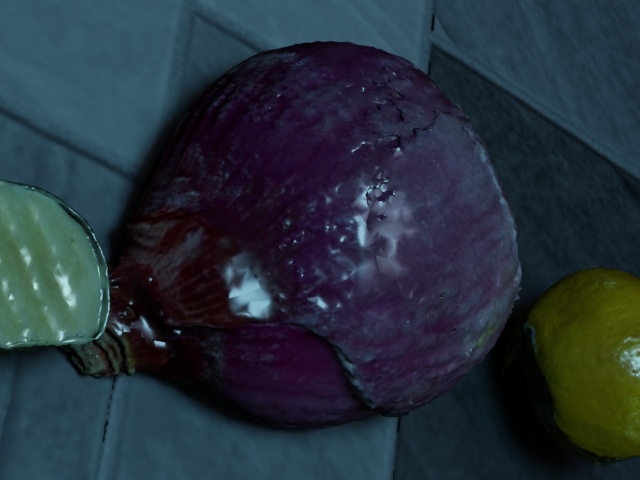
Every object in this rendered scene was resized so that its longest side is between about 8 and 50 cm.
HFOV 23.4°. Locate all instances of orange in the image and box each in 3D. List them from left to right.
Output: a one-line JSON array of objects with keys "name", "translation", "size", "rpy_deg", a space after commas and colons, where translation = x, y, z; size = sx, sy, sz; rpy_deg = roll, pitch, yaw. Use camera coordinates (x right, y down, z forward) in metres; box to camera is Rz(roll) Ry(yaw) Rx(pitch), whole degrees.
[{"name": "orange", "translation": [0.207, 0.096, 1.166], "size": [0.134, 0.156, 0.156], "rpy_deg": [6, 68, -21]}]

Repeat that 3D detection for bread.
[{"name": "bread", "translation": [-0.220, 0.009, 0.832], "size": [0.232, 0.064, 0.172], "rpy_deg": [46, 55, -27]}]

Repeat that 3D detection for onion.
[{"name": "onion", "translation": [0.000, 0.000, 0.991], "size": [0.349, 0.159, 0.267], "rpy_deg": [-28, 91, -48]}]
